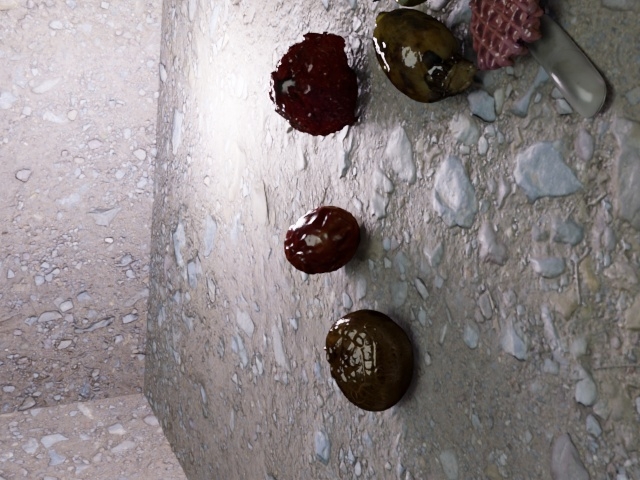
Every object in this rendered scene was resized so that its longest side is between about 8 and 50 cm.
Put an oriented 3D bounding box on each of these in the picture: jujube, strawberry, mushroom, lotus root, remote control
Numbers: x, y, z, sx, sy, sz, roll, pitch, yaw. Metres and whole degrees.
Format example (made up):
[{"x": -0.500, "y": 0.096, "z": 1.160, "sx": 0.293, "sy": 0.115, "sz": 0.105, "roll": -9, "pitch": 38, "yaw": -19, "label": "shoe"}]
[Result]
[{"x": 0.000, "y": 0.000, "z": 2.109, "sx": 0.250, "sy": 0.174, "sz": 0.174, "roll": 169, "pitch": 96, "yaw": -69, "label": "jujube"}, {"x": -0.030, "y": -0.383, "z": 2.060, "sx": 0.274, "sy": 0.221, "sz": 0.273, "roll": 17, "pitch": 110, "yaw": 57, "label": "strawberry"}, {"x": 0.111, "y": 0.283, "z": 1.963, "sx": 0.253, "sy": 0.153, "sz": 0.253, "roll": 28, "pitch": 125, "yaw": 50, "label": "mushroom"}, {"x": 0.190, "y": -0.376, "z": 1.687, "sx": 0.314, "sy": 0.142, "sz": 0.169, "roll": 51, "pitch": 166, "yaw": 44, "label": "lotus root"}, {"x": 0.406, "y": -0.293, "z": 1.406, "sx": 0.073, "sy": 0.044, "sz": 0.229, "roll": 111, "pitch": 145, "yaw": -45, "label": "remote control"}]

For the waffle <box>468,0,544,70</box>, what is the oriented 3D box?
[{"x": 0.330, "y": -0.418, "z": 1.502, "sx": 0.234, "sy": 0.056, "sz": 0.221, "roll": 161, "pitch": 110, "yaw": -73, "label": "waffle"}]

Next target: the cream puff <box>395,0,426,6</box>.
[{"x": 0.124, "y": -0.625, "z": 1.626, "sx": 0.274, "sy": 0.270, "sz": 0.323, "roll": -7, "pitch": 87, "yaw": 47, "label": "cream puff"}]

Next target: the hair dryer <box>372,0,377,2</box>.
[{"x": 0.153, "y": -0.673, "z": 1.845, "sx": 0.219, "sy": 0.089, "sz": 0.224, "roll": -48, "pitch": 36, "yaw": 46, "label": "hair dryer"}]
